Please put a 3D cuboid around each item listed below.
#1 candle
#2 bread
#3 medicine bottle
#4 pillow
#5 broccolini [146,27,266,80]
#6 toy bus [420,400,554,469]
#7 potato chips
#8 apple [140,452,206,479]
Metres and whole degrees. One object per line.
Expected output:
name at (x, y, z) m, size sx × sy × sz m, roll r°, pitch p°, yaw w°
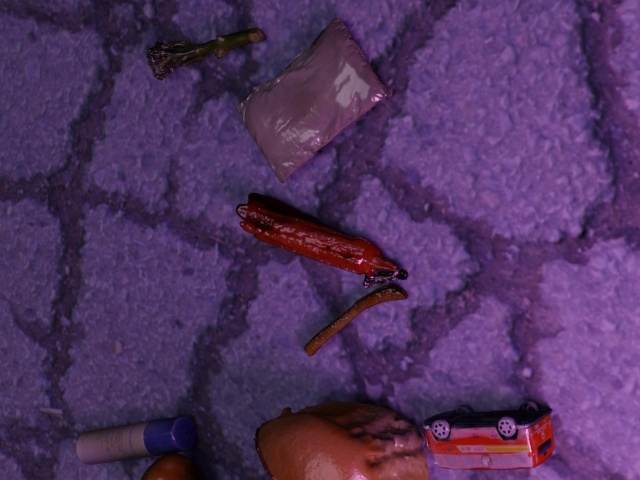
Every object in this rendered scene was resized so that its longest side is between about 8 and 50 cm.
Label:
candle at (0.000, 0.000, 1.760) m, size 0.302 × 0.084 × 0.059 m, roll 21°, pitch 136°, yaw 28°
bread at (0.037, 0.313, 1.656) m, size 0.262 × 0.204 × 0.162 m, roll 46°, pitch 120°, yaw 22°
medicine bottle at (-0.304, 0.329, 2.000) m, size 0.231 × 0.059 × 0.059 m, roll -14°, pitch 84°, yaw 36°
pillow at (-0.016, -0.203, 1.770) m, size 0.230 × 0.050 × 0.148 m, roll -39°, pitch 76°, yaw 32°
broccolini at (-0.182, -0.302, 1.882) m, size 0.216 × 0.067 × 0.058 m, roll -11°, pitch 124°, yaw 37°
toy bus at (0.219, 0.260, 1.597) m, size 0.174 × 0.079 × 0.077 m, roll -10°, pitch 96°, yaw 37°
potato chips at (0.044, 0.113, 1.752) m, size 0.204 × 0.026 × 0.037 m, roll -35°, pitch 85°, yaw 32°
apple at (-0.227, 0.388, 1.914) m, size 0.102 × 0.099 × 0.114 m, roll 37°, pitch 139°, yaw 11°
